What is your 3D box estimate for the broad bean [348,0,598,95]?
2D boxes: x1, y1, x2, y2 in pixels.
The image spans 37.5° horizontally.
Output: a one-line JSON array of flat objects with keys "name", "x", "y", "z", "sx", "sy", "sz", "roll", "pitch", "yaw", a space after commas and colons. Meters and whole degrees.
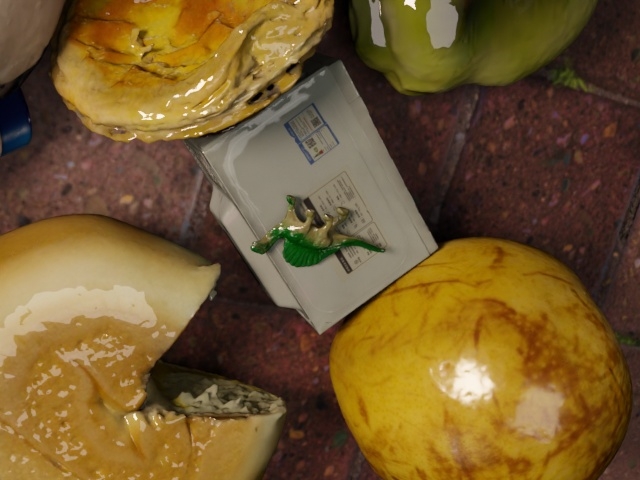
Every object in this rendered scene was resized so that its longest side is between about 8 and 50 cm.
[{"name": "broad bean", "x": 0.148, "y": -0.257, "z": 0.862, "sx": 0.238, "sy": 0.119, "sz": 0.291, "roll": 39, "pitch": 87, "yaw": -18}]

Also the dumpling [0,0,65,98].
[{"name": "dumpling", "x": -0.278, "y": -0.214, "z": 0.693, "sx": 0.163, "sy": 0.204, "sz": 0.293, "roll": 39, "pitch": 61, "yaw": -61}]

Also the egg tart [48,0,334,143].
[{"name": "egg tart", "x": -0.097, "y": -0.164, "z": 0.749, "sx": 0.241, "sy": 0.241, "sz": 0.106, "roll": -36, "pitch": 144, "yaw": -8}]

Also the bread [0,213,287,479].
[{"name": "bread", "x": -0.201, "y": 0.135, "z": 0.819, "sx": 0.333, "sy": 0.160, "sz": 0.333, "roll": -6, "pitch": 107, "yaw": -19}]

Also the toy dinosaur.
[{"name": "toy dinosaur", "x": -0.001, "y": 0.000, "z": 0.800, "sx": 0.119, "sy": 0.029, "sz": 0.060, "roll": 14, "pitch": 116, "yaw": -31}]

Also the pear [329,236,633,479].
[{"name": "pear", "x": 0.151, "y": 0.130, "z": 0.900, "sx": 0.280, "sy": 0.281, "sz": 0.281, "roll": -7, "pitch": 109, "yaw": -20}]

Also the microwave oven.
[{"name": "microwave oven", "x": -0.016, "y": -0.048, "z": 0.857, "sx": 0.162, "sy": 0.122, "sz": 0.208, "roll": -34, "pitch": 116, "yaw": -8}]

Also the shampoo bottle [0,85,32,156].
[{"name": "shampoo bottle", "x": -0.306, "y": -0.083, "z": 0.714, "sx": 0.183, "sy": 0.050, "sz": 0.087, "roll": -38, "pitch": 114, "yaw": -50}]
